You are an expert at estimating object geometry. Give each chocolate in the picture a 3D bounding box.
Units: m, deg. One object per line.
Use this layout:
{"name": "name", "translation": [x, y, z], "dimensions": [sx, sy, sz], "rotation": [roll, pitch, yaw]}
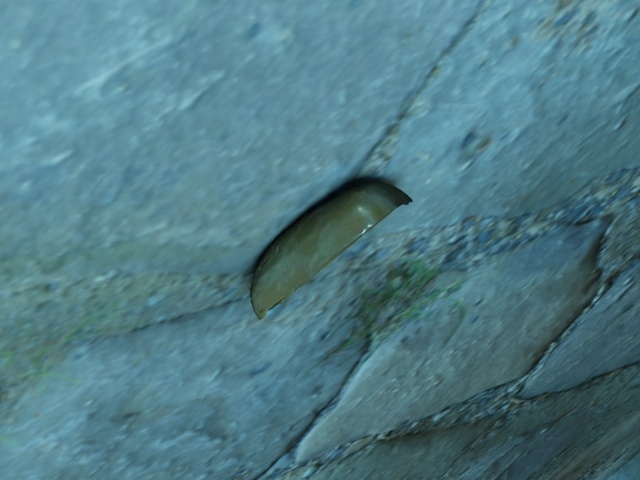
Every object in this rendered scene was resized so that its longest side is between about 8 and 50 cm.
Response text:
{"name": "chocolate", "translation": [0.000, 0.000, 0.704], "dimensions": [0.101, 0.031, 0.064], "rotation": [-40, 174, 23]}
